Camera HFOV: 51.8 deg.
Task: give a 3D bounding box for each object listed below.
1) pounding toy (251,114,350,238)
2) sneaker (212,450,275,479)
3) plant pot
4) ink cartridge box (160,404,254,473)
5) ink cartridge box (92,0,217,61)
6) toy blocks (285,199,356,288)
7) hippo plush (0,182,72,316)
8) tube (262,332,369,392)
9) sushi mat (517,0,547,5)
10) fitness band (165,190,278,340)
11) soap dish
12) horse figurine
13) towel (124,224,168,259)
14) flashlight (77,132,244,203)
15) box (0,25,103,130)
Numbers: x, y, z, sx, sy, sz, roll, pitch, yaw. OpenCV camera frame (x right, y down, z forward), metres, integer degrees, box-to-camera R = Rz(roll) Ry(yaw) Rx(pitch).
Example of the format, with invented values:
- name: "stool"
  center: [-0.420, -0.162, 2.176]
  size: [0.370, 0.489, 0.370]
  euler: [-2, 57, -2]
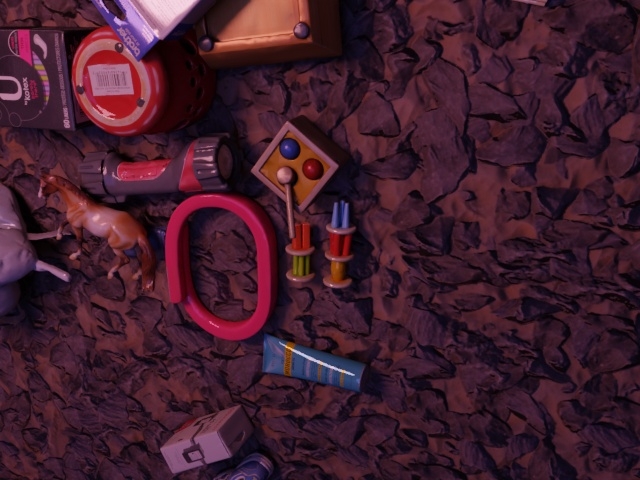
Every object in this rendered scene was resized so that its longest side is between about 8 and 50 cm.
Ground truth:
- name: "pounding toy"
  center: [-0.038, -0.105, 1.080]
  size: [0.130, 0.100, 0.141]
  euler: [41, 116, 2]
- name: "sneaker"
  center: [-0.182, 0.516, 1.361]
  size: [0.080, 0.081, 0.211]
  euler: [41, 118, 0]
- name: "plant pot"
  center: [-0.290, -0.260, 1.074]
  size: [0.191, 0.174, 0.191]
  euler: [7, 113, 17]
- name: "ink cartridge box"
  center: [-0.224, 0.396, 1.317]
  size: [0.150, 0.109, 0.063]
  euler: [-24, 96, 24]
- name: "ink cartridge box"
  center: [-0.198, -0.419, 0.914]
  size: [0.311, 0.065, 0.186]
  euler: [-37, 93, 22]
- name: "toy blocks"
  center: [0.000, 0.000, 1.131]
  size: [0.123, 0.054, 0.148]
  euler: [8, 111, 15]
- name: "hippo plush"
  center: [-0.672, 0.037, 1.323]
  size: [0.294, 0.234, 0.237]
  euler: [6, 140, -27]
- name: "tube"
  center: [-0.014, 0.232, 1.226]
  size: [0.207, 0.052, 0.080]
  euler: [10, 101, 21]
- name: "sushi mat"
  center: [0.185, -0.439, 0.932]
  size: [0.316, 0.019, 0.152]
  euler: [16, 114, 13]
- name: "fitness band"
  center: [-0.180, 0.048, 1.214]
  size: [0.208, 0.054, 0.291]
  euler: [6, 111, 14]
- name: "soap dish"
  center: [-0.094, -0.412, 0.981]
  size: [0.228, 0.118, 0.291]
  euler: [0, 107, 19]
- name: "horse figurine"
  center: [-0.400, -0.012, 1.214]
  size: [0.263, 0.066, 0.174]
  euler: [29, 129, 2]
- name: "towel"
  center: [-0.337, 0.002, 1.260]
  size: [0.119, 0.029, 0.067]
  euler: [4, 112, 16]
- name: "flashlight"
  center: [-0.288, -0.130, 1.163]
  size: [0.304, 0.103, 0.103]
  euler: [1, 146, 23]
- name: "box"
  center: [-0.507, -0.288, 1.151]
  size: [0.270, 0.143, 0.165]
  euler: [6, 110, 17]
